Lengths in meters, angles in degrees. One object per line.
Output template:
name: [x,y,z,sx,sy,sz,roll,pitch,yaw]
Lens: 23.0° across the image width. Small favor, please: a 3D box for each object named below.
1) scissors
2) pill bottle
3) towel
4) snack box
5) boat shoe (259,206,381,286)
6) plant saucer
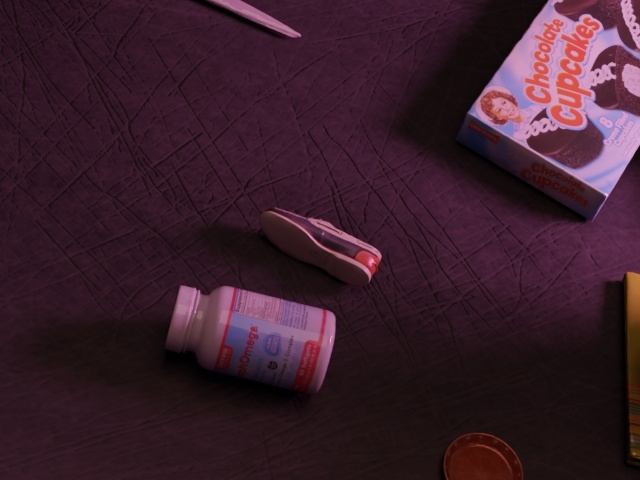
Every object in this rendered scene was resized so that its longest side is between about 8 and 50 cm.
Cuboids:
scissors: [-0.160,-0.314,1.864,0.297,0.021,0.109,13,53,-4]
pill bottle: [-0.070,0.095,1.571,0.160,0.087,0.087,13,54,-5]
towel: [0.374,0.144,1.698,0.102,0.021,0.237,15,53,-11]
snack box: [0.315,-0.186,1.879,0.187,0.060,0.322,31,55,8]
boat shoe: [0.000,0.000,1.678,0.137,0.049,0.043,28,51,2]
plant saucer: [0.163,0.233,1.584,0.084,0.013,0.083,7,55,-9]
